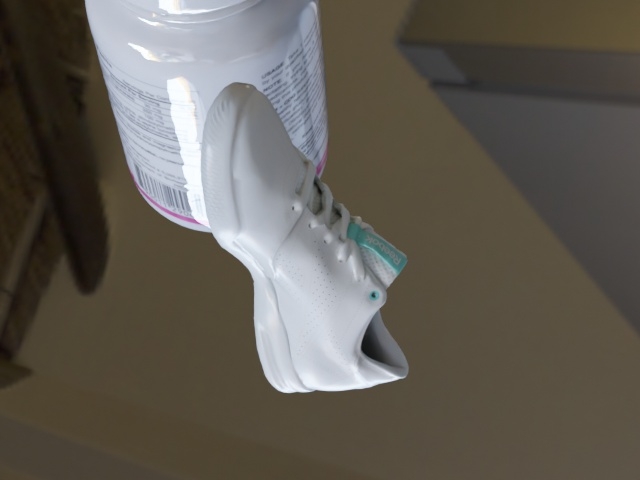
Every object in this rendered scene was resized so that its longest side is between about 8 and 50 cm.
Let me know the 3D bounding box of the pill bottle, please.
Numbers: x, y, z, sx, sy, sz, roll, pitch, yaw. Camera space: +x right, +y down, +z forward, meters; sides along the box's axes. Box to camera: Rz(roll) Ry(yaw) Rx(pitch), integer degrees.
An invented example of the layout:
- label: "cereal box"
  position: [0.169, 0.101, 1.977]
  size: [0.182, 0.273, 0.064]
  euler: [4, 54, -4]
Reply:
- label: "pill bottle"
  position: [-0.078, -0.143, 1.044]
  size: [0.160, 0.160, 0.283]
  euler: [-53, -20, -25]

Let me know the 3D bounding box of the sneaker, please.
- label: "sneaker"
  position: [0.000, 0.000, 0.828]
  size: [0.080, 0.094, 0.212]
  euler: [-65, -33, -43]
